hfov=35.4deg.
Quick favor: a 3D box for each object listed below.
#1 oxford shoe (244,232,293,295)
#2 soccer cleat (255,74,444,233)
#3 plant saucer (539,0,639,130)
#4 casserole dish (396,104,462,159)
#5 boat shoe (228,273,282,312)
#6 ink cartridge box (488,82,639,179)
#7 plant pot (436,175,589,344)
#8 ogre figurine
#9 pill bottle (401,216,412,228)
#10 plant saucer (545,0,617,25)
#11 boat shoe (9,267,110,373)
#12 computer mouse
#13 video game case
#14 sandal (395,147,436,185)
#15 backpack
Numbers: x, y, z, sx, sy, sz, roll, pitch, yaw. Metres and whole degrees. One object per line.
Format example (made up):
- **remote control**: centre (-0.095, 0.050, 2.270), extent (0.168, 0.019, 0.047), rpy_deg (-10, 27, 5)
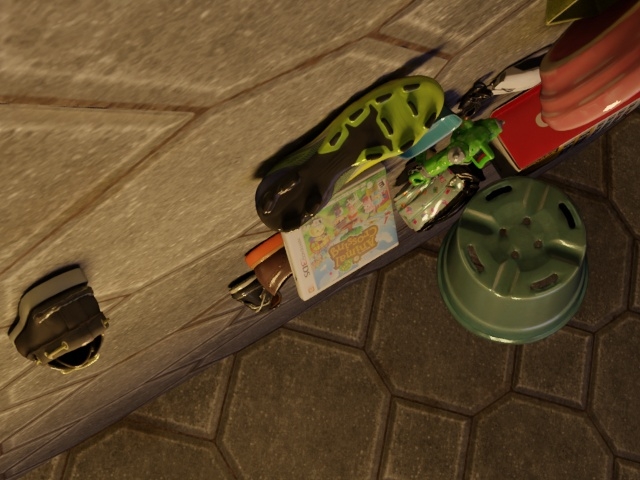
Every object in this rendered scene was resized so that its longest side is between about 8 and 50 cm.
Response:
- **oxford shoe**: centre (0.000, 0.000, 1.826), extent (0.271, 0.098, 0.097), rpy_deg (-33, 173, 6)
- **soccer cleat**: centre (0.029, -0.123, 1.292), extent (0.289, 0.093, 0.121), rpy_deg (-38, -158, 13)
- **plant saucer**: centre (0.429, -0.295, 1.405), extent (0.332, 0.084, 0.332), rpy_deg (-44, -171, 9)
- **casserole dish**: centre (0.164, -0.176, 1.587), extent (0.114, 0.037, 0.188), rpy_deg (-33, 172, 13)
- **boat shoe**: centre (-0.131, 0.113, 2.126), extent (0.084, 0.079, 0.233), rpy_deg (-31, 171, 6)
- **ink cartridge box**: centre (0.495, -0.258, 2.046), extent (0.309, 0.130, 0.272), rpy_deg (-31, 172, 0)
- **plant pot**: centre (0.413, 0.028, 2.109), extent (0.341, 0.341, 0.334), rpy_deg (-32, 165, -1)
- **ogre figurine**: centre (0.254, -0.169, 1.788), extent (0.197, 0.097, 0.118), rpy_deg (-14, 176, -32)
- **pill bottle**: centre (0.256, -0.100, 2.272), extent (0.160, 0.087, 0.087), rpy_deg (-30, 173, -7)
- **plant saucer**: centre (0.381, -0.354, 1.271), extent (0.188, 0.045, 0.188), rpy_deg (-37, 171, 38)
- **boat shoe**: centre (-0.335, 0.126, 1.303), extent (0.109, 0.091, 0.305), rpy_deg (-29, 172, -24)
- **computer mouse**: centre (0.316, -0.259, 1.640), extent (0.193, 0.042, 0.106), rpy_deg (-29, 171, -18)
- **video game case**: centre (0.036, -0.014, 1.753), extent (0.212, 0.023, 0.193), rpy_deg (-30, 136, -17)
- **sandal**: centre (0.194, -0.135, 1.964), extent (0.067, 0.040, 0.179), rpy_deg (-30, 172, -14)
- **backpack**: centre (0.242, -0.102, 2.070), extent (0.182, 0.115, 0.152), rpy_deg (-42, 172, 18)
